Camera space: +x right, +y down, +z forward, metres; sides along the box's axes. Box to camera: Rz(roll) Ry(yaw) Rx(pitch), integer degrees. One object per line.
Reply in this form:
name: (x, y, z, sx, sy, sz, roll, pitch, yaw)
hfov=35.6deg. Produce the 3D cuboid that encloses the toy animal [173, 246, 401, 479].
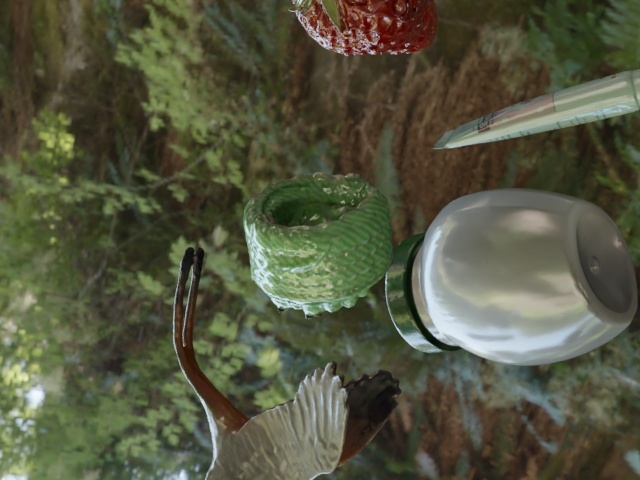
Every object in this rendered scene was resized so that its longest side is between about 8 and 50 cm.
toy animal: (-0.099, 0.205, 1.122, 0.284, 0.302, 0.225, 29, -176, 15)

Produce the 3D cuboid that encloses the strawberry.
strawberry: (0.085, -0.346, 1.417, 0.244, 0.205, 0.205, 17, -165, -46)

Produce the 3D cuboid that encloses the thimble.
thimble: (0.000, 0.000, 1.454, 0.219, 0.150, 0.219, -7, -151, 4)

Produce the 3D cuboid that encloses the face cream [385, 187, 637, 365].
face cream: (0.298, 0.063, 1.590, 0.357, 0.312, 0.219, -14, -151, 45)

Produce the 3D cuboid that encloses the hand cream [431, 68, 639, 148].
hand cream: (0.322, -0.177, 1.410, 0.331, 0.058, 0.085, -15, -161, 26)
